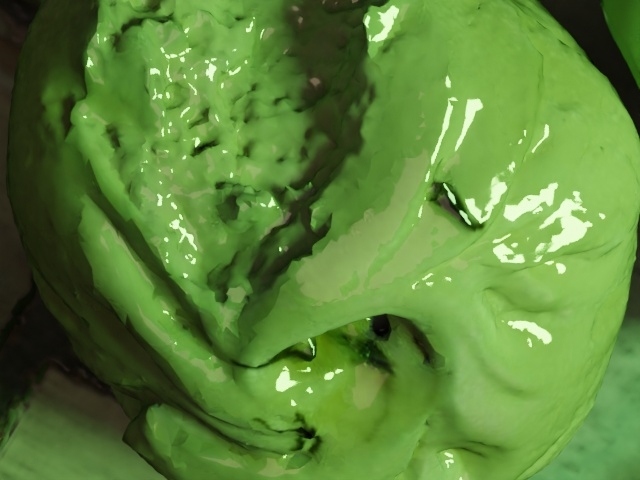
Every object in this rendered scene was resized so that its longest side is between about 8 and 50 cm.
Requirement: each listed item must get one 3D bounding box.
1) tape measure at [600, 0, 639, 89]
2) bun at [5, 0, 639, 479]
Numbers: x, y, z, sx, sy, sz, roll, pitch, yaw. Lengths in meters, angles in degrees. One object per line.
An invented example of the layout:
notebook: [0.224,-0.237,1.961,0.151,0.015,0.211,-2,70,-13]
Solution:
tape measure: [0.169,-0.056,0.503,0.154,0.087,0.177,-18,108,24]
bun: [0.000,0.000,0.524,0.210,0.116,0.237,-37,107,18]
